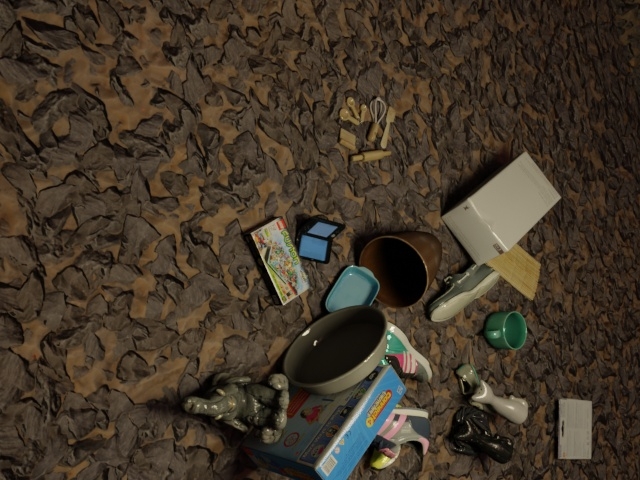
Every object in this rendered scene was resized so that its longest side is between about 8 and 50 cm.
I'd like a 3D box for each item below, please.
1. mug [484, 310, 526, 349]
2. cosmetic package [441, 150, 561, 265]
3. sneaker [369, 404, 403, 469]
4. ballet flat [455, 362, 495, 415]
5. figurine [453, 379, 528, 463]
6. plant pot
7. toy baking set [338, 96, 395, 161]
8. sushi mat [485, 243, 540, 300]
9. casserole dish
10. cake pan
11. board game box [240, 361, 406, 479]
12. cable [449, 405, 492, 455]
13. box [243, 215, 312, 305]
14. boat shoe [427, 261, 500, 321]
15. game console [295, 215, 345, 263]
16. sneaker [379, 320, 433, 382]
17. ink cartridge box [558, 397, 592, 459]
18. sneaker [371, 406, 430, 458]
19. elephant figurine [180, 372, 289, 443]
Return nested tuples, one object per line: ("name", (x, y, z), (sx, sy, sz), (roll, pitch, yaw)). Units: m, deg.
("mug", (0.612, 0.298, 2.191), (0.158, 0.097, 0.129), (34, 66, -30))
("cosmetic package", (0.609, -0.112, 2.168), (0.385, 0.156, 0.217), (-34, 87, -34))
("sneaker", (0.186, 0.554, 1.843), (0.094, 0.081, 0.208), (48, 53, -15))
("ballet flat", (0.500, 0.495, 2.111), (0.068, 0.072, 0.213), (-31, 105, -8))
("figurine", (0.532, 0.564, 2.037), (0.209, 0.092, 0.214), (31, 77, -23))
("plant pot", (0.260, 0.057, 1.890), (0.230, 0.215, 0.215), (-29, 103, -52))
("toy baking set", (0.151, -0.334, 1.936), (0.256, 0.030, 0.196), (-9, 90, -39))
("sushi mat", (0.692, 0.083, 2.329), (0.316, 0.019, 0.151), (34, 64, -31))
("casserole dish", (0.086, 0.156, 1.802), (0.114, 0.037, 0.188), (33, 61, 2))
("cake pan", (0.044, 0.274, 1.616), (0.293, 0.293, 0.054), (-46, 117, -33))
("board game box", (0.004, 0.428, 1.560), (0.308, 0.302, 0.086), (-47, 114, -32))
("cable", (0.489, 0.619, 2.097), (0.185, 0.047, 0.150), (21, 67, -33))
("box", (-0.108, 0.052, 1.682), (0.114, 0.036, 0.207), (-33, 105, -37))
("boat shoe", (0.446, 0.160, 2.097), (0.319, 0.116, 0.099), (-27, 59, -31))
("game console", (0.000, 0.000, 1.755), (0.122, 0.107, 0.071), (14, 48, -37))
("sneaker", (0.207, 0.373, 1.847), (0.178, 0.124, 0.295), (-55, 128, -19))
("ink cartridge box", (0.946, 0.710, 2.445), (0.224, 0.045, 0.223), (15, 76, -36))
("sneaker", (0.155, 0.518, 1.740), (0.319, 0.112, 0.131), (5, 65, -17))
("elephant figurine", (-0.201, 0.374, 1.509), (0.240, 0.186, 0.169), (8, 42, -9))
